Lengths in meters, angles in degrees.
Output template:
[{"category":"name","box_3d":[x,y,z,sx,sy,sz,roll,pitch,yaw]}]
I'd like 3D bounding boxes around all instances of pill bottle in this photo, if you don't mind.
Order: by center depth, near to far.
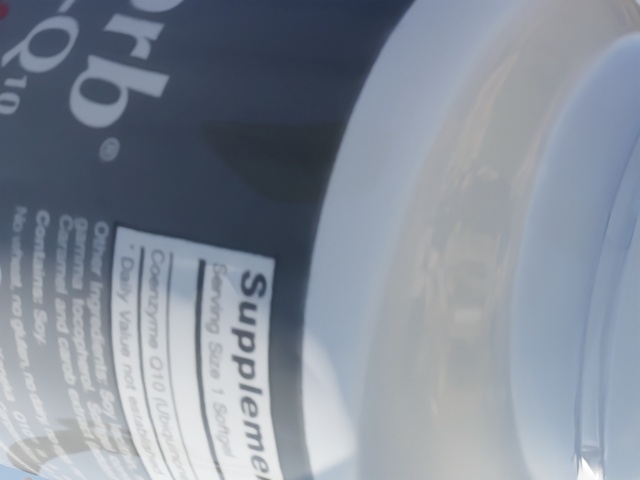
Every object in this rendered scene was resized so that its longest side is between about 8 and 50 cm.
[{"category":"pill bottle","box_3d":[0.000,0.000,0.503,0.210,0.363,0.210,-23,-63,-54]}]

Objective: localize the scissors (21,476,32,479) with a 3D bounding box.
[{"category":"scissors","box_3d":[-0.218,0.215,0.578,0.021,0.109,0.297,64,-135,-65]}]
